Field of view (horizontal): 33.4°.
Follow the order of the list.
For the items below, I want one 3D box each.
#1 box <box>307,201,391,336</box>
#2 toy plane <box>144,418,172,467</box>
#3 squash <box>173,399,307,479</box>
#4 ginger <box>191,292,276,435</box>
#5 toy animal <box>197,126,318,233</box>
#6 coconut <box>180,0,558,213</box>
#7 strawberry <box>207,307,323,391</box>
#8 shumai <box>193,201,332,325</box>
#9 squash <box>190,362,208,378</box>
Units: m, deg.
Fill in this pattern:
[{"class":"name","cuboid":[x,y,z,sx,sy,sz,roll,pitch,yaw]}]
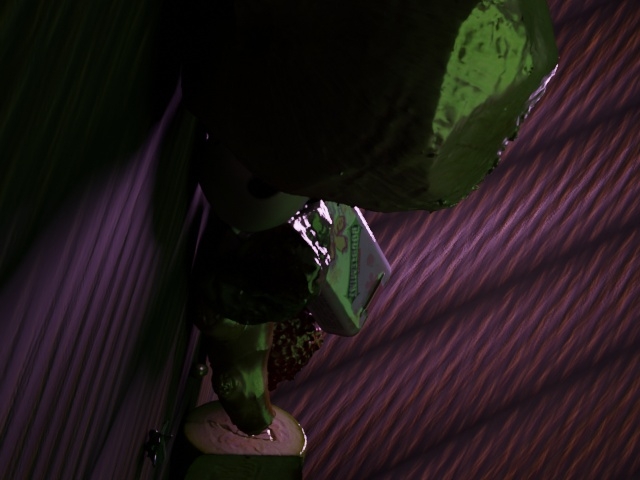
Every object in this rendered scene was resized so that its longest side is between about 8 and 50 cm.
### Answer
[{"class":"box","cuboid":[0.000,0.000,2.031,0.190,0.112,0.370,-59,137,-31]},{"class":"toy plane","cuboid":[-0.231,0.292,1.506,0.080,0.033,0.083,-80,-172,-45]},{"class":"squash","cuboid":[-0.170,0.475,2.024,0.210,0.233,0.309,-122,-141,-62]},{"class":"ginger","cuboid":[-0.127,0.144,1.808,0.236,0.166,0.376,104,-24,-83]},{"class":"toy animal","cuboid":[-0.063,-0.135,1.519,0.266,0.212,0.213,-25,138,-42]},{"class":"coconut","cuboid":[0.033,-0.223,1.134,0.404,0.404,0.405,11,90,-90]},{"class":"strawberry","cuboid":[-0.131,0.172,2.165,0.261,0.257,0.261,-38,-136,48]},{"class":"shumai","cuboid":[-0.047,0.017,1.658,0.260,0.222,0.225,-45,118,-37]},{"class":"squash","cuboid":[-0.222,0.238,1.953,0.083,0.027,0.027,93,8,-86]}]
